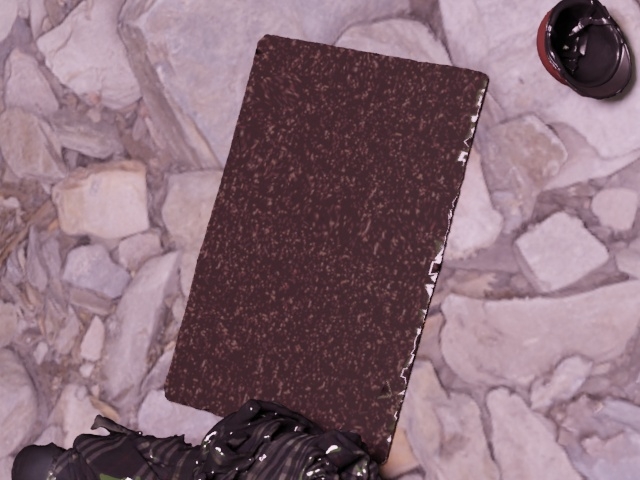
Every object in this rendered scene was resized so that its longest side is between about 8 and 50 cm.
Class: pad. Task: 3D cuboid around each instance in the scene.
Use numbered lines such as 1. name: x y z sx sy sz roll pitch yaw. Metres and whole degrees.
1. pad: 0.000 0.000 1.279 0.220 0.004 0.330 14 87 26

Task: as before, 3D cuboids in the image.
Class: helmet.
1. helmet: 0.198 -0.145 1.188 0.065 0.049 0.084 -29 95 -17

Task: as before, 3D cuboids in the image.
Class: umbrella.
1. umbrella: -0.112 0.187 1.235 0.336 0.128 0.154 14 92 29
